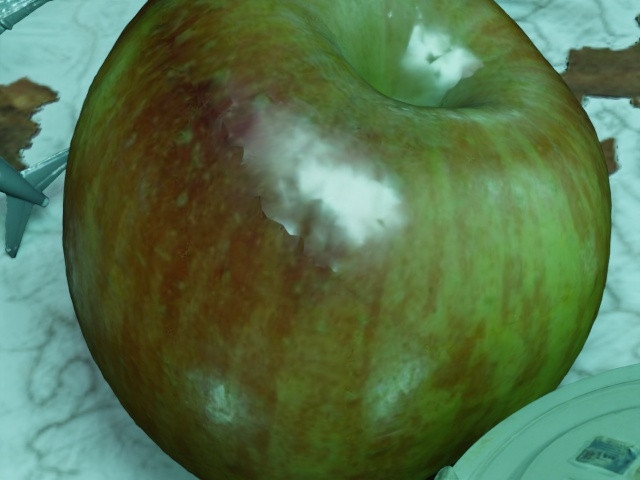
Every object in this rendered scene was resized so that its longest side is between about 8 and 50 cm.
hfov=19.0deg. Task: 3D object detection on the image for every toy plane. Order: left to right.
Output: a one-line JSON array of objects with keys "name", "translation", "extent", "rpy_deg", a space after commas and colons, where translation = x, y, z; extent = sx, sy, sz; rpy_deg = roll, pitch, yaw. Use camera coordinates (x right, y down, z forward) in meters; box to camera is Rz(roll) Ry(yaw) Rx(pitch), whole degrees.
[{"name": "toy plane", "translation": [-0.249, -0.072, 1.126], "extent": [0.226, 0.226, 0.058], "rpy_deg": [-56, 32, 7]}]

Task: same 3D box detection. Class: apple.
[{"name": "apple", "translation": [0.000, 0.000, 1.003], "extent": [0.301, 0.301, 0.302], "rpy_deg": [-4, 50, 5]}]

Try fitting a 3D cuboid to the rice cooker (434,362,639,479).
[{"name": "rice cooker", "translation": [0.162, 0.185, 0.822], "extent": [0.226, 0.244, 0.226], "rpy_deg": [-21, 24, 10]}]
